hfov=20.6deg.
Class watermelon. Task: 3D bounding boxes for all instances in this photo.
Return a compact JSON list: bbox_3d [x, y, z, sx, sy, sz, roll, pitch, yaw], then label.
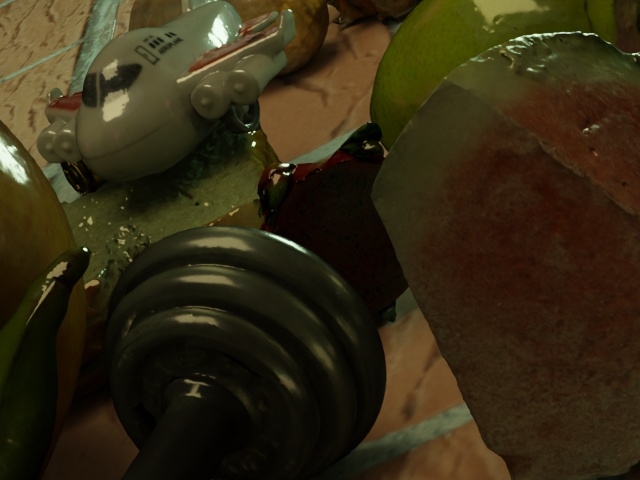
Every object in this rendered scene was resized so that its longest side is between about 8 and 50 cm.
[{"bbox_3d":[0.173,0.005,0.931,0.193,0.231,0.310,-21,-22,26],"label":"watermelon"}]

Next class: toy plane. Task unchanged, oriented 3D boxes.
[{"bbox_3d":[-0.126,-0.135,1.453,0.252,0.118,0.252,-24,23,11],"label":"toy plane"}]

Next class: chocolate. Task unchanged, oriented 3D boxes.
[{"bbox_3d":[-0.109,-0.232,1.905,0.134,0.134,0.309,-40,26,-28],"label":"chocolate"}]

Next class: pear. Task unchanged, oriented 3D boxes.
[{"bbox_3d":[0.136,-0.120,1.254,0.220,0.187,0.187,-9,28,40],"label":"pear"}]

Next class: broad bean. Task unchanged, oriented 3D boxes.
[{"bbox_3d":[-0.201,0.161,1.017,0.077,0.061,0.339,106,-179,-82],"label":"broad bean"}]

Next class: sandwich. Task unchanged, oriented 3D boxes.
[{"bbox_3d":[-0.145,0.019,1.405,0.273,0.095,0.249,-26,22,1],"label":"sandwich"}]

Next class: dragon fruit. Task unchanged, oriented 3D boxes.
[{"bbox_3d":[0.000,0.000,1.209,0.142,0.138,0.175,-59,17,-14],"label":"dragon fruit"}]

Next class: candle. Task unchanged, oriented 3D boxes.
[{"bbox_3d":[-0.205,-0.099,1.822,0.131,0.052,0.052,-36,22,-25],"label":"candle"}]

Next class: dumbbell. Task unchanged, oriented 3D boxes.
[{"bbox_3d":[-0.090,0.139,0.932,0.179,0.179,0.406,-16,24,29],"label":"dumbbell"}]

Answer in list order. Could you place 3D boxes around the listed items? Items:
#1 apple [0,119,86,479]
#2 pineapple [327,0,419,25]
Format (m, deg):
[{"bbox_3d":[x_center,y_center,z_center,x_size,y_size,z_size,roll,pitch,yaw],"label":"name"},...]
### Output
[{"bbox_3d":[-0.339,0.050,1.117,0.334,0.400,0.400,-11,27,42],"label":"apple"},{"bbox_3d":[0.020,-0.395,1.903,0.209,0.286,0.344,-27,19,4],"label":"pineapple"}]
